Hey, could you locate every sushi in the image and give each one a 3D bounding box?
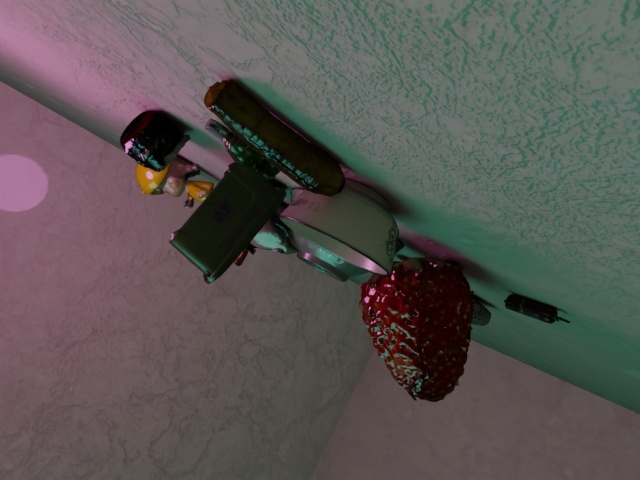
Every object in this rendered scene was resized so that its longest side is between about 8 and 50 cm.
[{"bbox_3d":[-0.429,-0.253,1.177,0.126,0.136,0.225,41,173,-32],"label":"sushi"}]

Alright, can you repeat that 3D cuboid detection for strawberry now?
[{"bbox_3d":[0.229,0.209,1.054,0.292,0.343,0.292,-8,170,-1],"label":"strawberry"}]

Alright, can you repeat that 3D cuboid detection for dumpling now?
[{"bbox_3d":[-0.167,-0.076,1.539,0.293,0.204,0.163,38,142,5],"label":"dumpling"}]

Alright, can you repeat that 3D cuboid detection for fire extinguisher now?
[{"bbox_3d":[0.482,0.155,1.023,0.056,0.039,0.132,21,179,-36],"label":"fire extinguisher"}]

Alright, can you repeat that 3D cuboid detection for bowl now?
[{"bbox_3d":[0.035,0.009,1.214,0.337,0.157,0.337,27,173,4],"label":"bowl"},{"bbox_3d":[0.051,-0.037,0.876,0.237,0.126,0.238,28,175,3],"label":"bowl"}]

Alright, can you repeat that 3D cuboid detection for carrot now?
[{"bbox_3d":[-0.063,-0.153,0.714,0.260,0.070,0.070,35,171,-33],"label":"carrot"}]

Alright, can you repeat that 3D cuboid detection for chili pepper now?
[{"bbox_3d":[-0.135,-0.169,0.852,0.073,0.072,0.204,27,175,31],"label":"chili pepper"}]

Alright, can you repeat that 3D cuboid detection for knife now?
[{"bbox_3d":[-0.179,-0.206,0.982,0.044,0.023,0.162,15,166,48],"label":"knife"}]

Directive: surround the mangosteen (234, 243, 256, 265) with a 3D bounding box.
[{"bbox_3d":[-0.277,-0.033,1.704,0.235,0.261,0.235,6,174,1],"label":"mangosteen"}]

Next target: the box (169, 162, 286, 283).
[{"bbox_3d":[-0.264,-0.061,1.265,0.178,0.329,0.253,41,170,-11],"label":"box"}]

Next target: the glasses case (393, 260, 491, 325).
[{"bbox_3d":[0.360,0.162,1.387,0.354,0.085,0.137,29,173,-13],"label":"glasses case"}]

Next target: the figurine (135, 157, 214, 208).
[{"bbox_3d":[-0.531,-0.219,1.751,0.343,0.187,0.215,23,166,-16],"label":"figurine"}]

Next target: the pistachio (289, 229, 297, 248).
[{"bbox_3d":[0.000,0.000,1.435,0.206,0.131,0.129,26,-143,1],"label":"pistachio"}]
